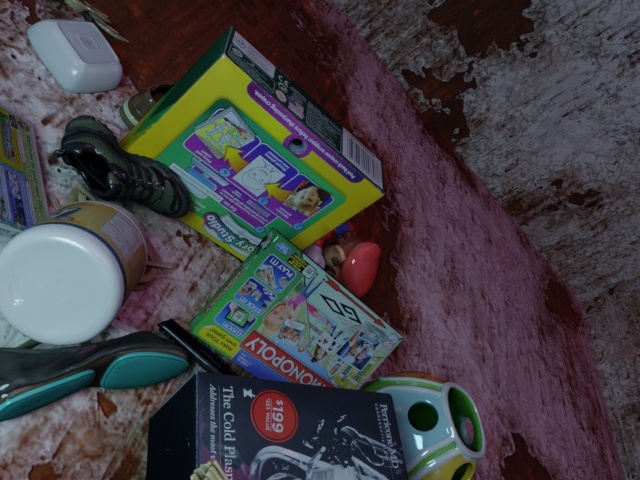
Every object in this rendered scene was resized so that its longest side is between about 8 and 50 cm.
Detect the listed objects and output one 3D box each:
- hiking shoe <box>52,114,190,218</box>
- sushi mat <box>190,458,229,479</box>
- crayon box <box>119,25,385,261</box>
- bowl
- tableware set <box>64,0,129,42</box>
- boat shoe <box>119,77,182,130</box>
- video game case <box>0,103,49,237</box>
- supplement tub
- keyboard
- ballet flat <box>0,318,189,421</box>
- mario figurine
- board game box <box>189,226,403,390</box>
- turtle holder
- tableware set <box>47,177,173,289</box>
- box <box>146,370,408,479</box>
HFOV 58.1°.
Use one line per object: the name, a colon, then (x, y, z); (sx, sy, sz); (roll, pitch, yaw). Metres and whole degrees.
hiking shoe: (-0.308, -0.088, 0.901); (0.227, 0.086, 0.114); (36, 34, -27)
sushi mat: (-0.060, 0.357, 0.491); (0.151, 0.019, 0.316); (-49, 120, -47)
crayon box: (-0.123, -0.129, 1.011); (0.363, 0.313, 0.106); (37, 36, -30)
bowl: (-0.427, -0.338, 1.030); (0.142, 0.053, 0.142); (55, 30, 0)
tableware set: (-0.436, -0.431, 1.073); (0.169, 0.020, 0.141); (43, 9, 37)
boat shoe: (-0.275, -0.273, 1.141); (0.095, 0.095, 0.257); (54, 31, -6)
video game case: (-0.442, -0.109, 0.760); (0.193, 0.023, 0.212); (43, 25, -68)
supplement tub: (-0.303, 0.030, 0.732); (0.144, 0.144, 0.199); (48, 6, -15)
keyboard: (-0.173, 0.186, 0.885); (0.180, 0.023, 0.108); (41, -5, 1)
ballet flat: (-0.294, 0.148, 0.743); (0.280, 0.095, 0.096); (2, 49, -54)
mario figurine: (0.000, 0.000, 1.298); (0.198, 0.170, 0.320); (-23, 67, -23)
board game box: (-0.032, 0.155, 0.993); (0.317, 0.213, 0.046); (40, 1, -25)
turtle holder: (0.170, 0.385, 1.042); (0.243, 0.227, 0.320); (45, 33, -20)
tableware set: (-0.316, -0.013, 0.903); (0.194, 0.039, 0.128); (57, 31, 0)
box: (-0.047, 0.371, 0.735); (0.312, 0.179, 0.343); (15, 49, -31)
